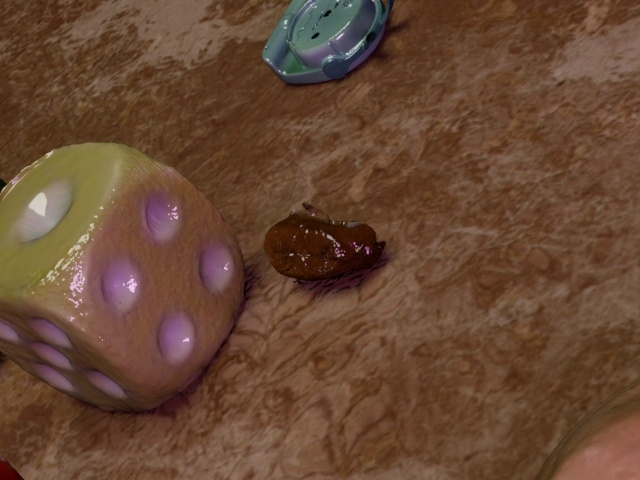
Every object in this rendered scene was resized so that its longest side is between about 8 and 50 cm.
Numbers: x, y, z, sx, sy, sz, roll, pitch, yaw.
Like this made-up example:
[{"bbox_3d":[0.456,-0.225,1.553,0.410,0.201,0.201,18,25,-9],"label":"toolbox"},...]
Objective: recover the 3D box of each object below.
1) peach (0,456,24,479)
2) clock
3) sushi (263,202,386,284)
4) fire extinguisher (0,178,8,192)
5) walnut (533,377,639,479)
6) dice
[{"bbox_3d":[-0.308,0.276,1.478,0.189,0.226,0.196,6,12,10],"label":"peach"},{"bbox_3d":[0.016,-0.194,1.731,0.135,0.041,0.101,1,53,45],"label":"clock"},{"bbox_3d":[0.000,0.004,1.529,0.118,0.062,0.060,21,25,36],"label":"sushi"},{"bbox_3d":[-0.346,0.067,1.772,0.118,0.093,0.294,-50,25,39],"label":"fire extinguisher"},{"bbox_3d":[0.231,0.211,0.832,0.383,0.383,0.384,-26,38,22],"label":"walnut"},{"bbox_3d":[-0.181,0.030,1.574,0.169,0.169,0.166,2,54,46],"label":"dice"}]
